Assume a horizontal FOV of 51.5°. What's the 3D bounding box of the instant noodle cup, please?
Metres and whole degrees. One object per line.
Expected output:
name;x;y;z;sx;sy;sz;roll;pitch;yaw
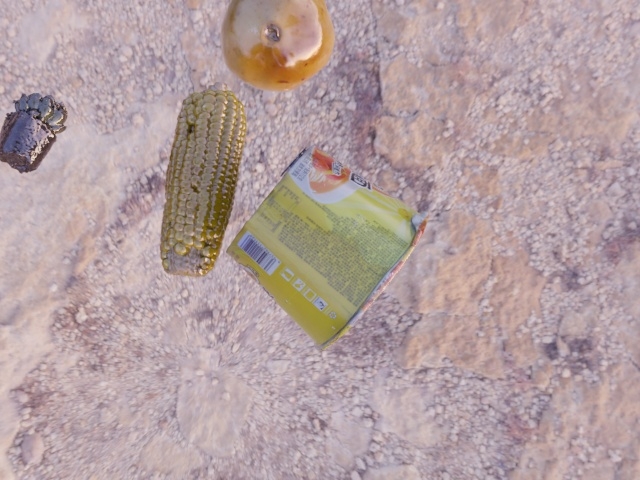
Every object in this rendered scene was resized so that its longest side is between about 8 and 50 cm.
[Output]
instant noodle cup;0.000;0.000;0.976;0.200;0.264;0.264;38;75;-2

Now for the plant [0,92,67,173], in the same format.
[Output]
plant;-0.497;-0.190;1.141;0.092;0.094;0.143;36;59;-37

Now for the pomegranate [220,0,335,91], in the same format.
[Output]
pomegranate;-0.081;-0.399;1.285;0.233;0.233;0.233;2;78;-9

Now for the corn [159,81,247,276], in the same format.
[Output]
corn;-0.184;-0.100;1.038;0.119;0.119;0.322;11;79;-7
